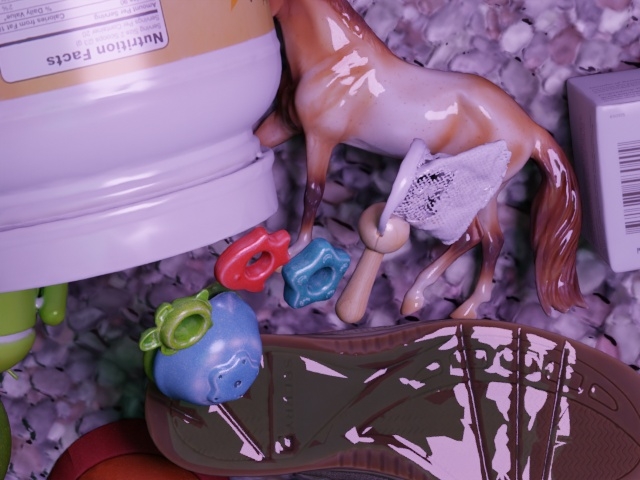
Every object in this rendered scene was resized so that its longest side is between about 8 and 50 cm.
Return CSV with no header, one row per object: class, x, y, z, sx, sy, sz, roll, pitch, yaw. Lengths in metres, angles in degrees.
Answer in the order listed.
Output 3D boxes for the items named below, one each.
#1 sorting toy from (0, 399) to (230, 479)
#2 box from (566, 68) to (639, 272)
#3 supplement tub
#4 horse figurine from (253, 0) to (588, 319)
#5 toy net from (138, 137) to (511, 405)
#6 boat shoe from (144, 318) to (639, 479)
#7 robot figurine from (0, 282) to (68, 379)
sorting toy,-0.224,0.145,1.058,0.365,0.126,0.127,19,103,-10
box,0.203,-0.046,1.061,0.102,0.087,0.101,-9,106,-3
supplement tub,-0.146,-0.148,0.921,0.228,0.228,0.316,-12,100,-1
horse figurine,0.046,-0.049,1.058,0.263,0.066,0.174,20,104,-4
toy net,0.000,0.000,0.984,0.232,0.045,0.122,-37,143,-11
boat shoe,0.048,0.100,1.084,0.302,0.098,0.109,2,87,-3
robot figurine,-0.198,0.027,1.058,0.101,0.067,0.115,2,105,-3
